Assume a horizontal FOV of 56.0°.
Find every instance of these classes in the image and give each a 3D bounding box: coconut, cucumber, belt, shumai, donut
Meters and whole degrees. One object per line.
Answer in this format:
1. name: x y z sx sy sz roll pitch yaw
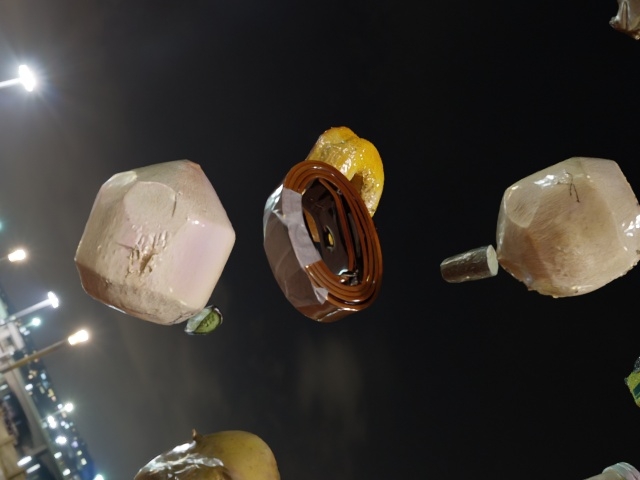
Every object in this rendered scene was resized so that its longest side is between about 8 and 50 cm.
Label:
1. coconut: -0.234 -0.007 0.869 0.224 0.224 0.234 25 -87 49
2. cucumber: -0.271 0.188 1.375 0.046 0.070 0.220 37 -20 -13
3. belt: 0.000 0.000 0.990 0.105 0.184 0.262 -36 -120 52
4. shumai: 0.703 -0.523 1.337 0.201 0.201 0.120 55 -48 17
5. coconut: 0.623 -0.025 1.534 0.360 0.346 0.347 -26 -91 22
6. donut: 0.038 -0.110 1.271 0.118 0.253 0.254 17 -52 32

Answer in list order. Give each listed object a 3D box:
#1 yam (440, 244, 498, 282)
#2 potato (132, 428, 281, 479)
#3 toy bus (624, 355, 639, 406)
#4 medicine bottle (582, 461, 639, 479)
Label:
1. yam: 0.474 0.078 1.887 0.183 0.107 0.107 -18 -83 46
2. potato: -0.214 0.406 0.942 0.116 0.299 0.239 57 2 -40
3. toy bus: 0.491 0.157 0.782 0.088 0.101 0.175 33 -69 9
4. medicine bottle: 0.344 0.375 0.831 0.074 0.218 0.074 167 -90 -76
